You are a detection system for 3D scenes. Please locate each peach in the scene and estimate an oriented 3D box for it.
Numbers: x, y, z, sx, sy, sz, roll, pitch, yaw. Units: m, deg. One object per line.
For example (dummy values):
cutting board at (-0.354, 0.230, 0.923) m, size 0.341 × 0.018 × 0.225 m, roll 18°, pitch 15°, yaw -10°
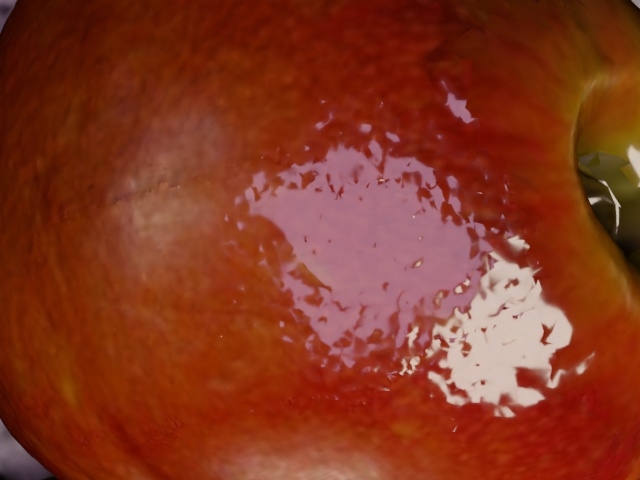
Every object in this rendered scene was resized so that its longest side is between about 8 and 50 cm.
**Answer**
peach at (0.000, 0.002, 0.887) m, size 0.373 × 0.289 × 0.372 m, roll 12°, pitch 147°, yaw 8°

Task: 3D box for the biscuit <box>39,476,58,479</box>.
biscuit at (-0.104, 0.260, 1.080) m, size 0.278 × 0.043 × 0.301 m, roll 4°, pitch 96°, yaw 7°
